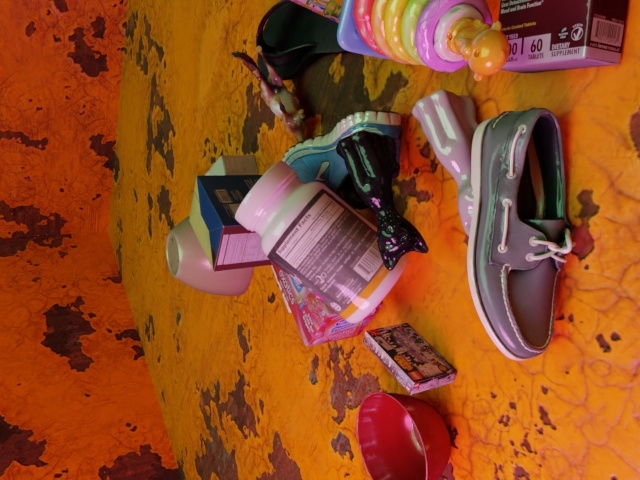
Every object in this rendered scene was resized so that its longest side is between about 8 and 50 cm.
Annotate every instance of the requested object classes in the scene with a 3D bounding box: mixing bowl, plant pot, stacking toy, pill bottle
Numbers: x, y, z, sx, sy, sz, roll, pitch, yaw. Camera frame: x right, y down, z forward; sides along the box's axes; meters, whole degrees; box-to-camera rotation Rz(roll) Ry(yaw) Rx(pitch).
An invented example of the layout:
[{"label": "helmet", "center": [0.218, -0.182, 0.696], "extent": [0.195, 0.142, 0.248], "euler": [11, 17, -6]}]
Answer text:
[{"label": "mixing bowl", "center": [0.151, 0.334, 0.906], "extent": [0.181, 0.098, 0.182], "euler": [14, 107, 57]}, {"label": "plant pot", "center": [-0.342, 0.032, 1.585], "extent": [0.284, 0.190, 0.284], "euler": [13, 105, 58]}, {"label": "stacking toy", "center": [0.157, -0.288, 0.711], "extent": [0.302, 0.165, 0.175], "euler": [-120, 38, -49]}, {"label": "pill bottle", "center": [0.000, 0.000, 0.931], "extent": [0.278, 0.162, 0.162], "euler": [39, 138, 1]}]

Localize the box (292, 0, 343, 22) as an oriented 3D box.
[{"label": "box", "center": [0.007, -0.519, 0.797], "extent": [0.290, 0.279, 0.177], "euler": [-52, 50, 31]}]

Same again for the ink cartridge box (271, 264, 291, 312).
[{"label": "ink cartridge box", "center": [-0.055, 0.085, 1.248], "extent": [0.099, 0.056, 0.135], "euler": [-57, 47, 44]}]

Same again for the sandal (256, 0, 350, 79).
[{"label": "sandal", "center": [-0.049, -0.442, 1.116], "extent": [0.445, 0.107, 0.168], "euler": [8, 101, 58]}]

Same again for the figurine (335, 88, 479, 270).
[{"label": "figurine", "center": [0.154, -0.086, 0.801], "extent": [0.214, 0.092, 0.210], "euler": [-24, 78, 22]}]

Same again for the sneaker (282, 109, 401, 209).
[{"label": "sneaker", "center": [0.029, -0.123, 1.015], "extent": [0.330, 0.129, 0.147], "euler": [-20, 75, 58]}]

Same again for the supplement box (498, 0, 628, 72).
[{"label": "supplement box", "center": [0.283, -0.325, 0.624], "extent": [0.130, 0.073, 0.240], "euler": [18, 109, 57]}]

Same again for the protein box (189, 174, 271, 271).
[{"label": "protein box", "center": [-0.183, -0.049, 1.301], "extent": [0.200, 0.201, 0.136], "euler": [55, 138, 39]}]

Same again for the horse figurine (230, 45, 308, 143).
[{"label": "horse figurine", "center": [-0.089, -0.303, 1.161], "extent": [0.263, 0.066, 0.174], "euler": [55, 179, 14]}]

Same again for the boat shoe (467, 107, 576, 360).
[{"label": "boat shoe", "center": [0.257, -0.009, 0.672], "extent": [0.099, 0.116, 0.320], "euler": [-12, 79, 62]}]

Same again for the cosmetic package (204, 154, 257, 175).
[{"label": "cosmetic package", "center": [-0.271, -0.168, 1.528], "extent": [0.239, 0.098, 0.061], "euler": [-29, 69, 57]}]

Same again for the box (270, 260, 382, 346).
[{"label": "box", "center": [-0.001, 0.067, 1.090], "extent": [0.257, 0.128, 0.123], "euler": [65, 143, 31]}]

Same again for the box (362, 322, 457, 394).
[{"label": "box", "center": [0.147, 0.193, 0.899], "extent": [0.137, 0.093, 0.027], "euler": [43, 130, 47]}]
